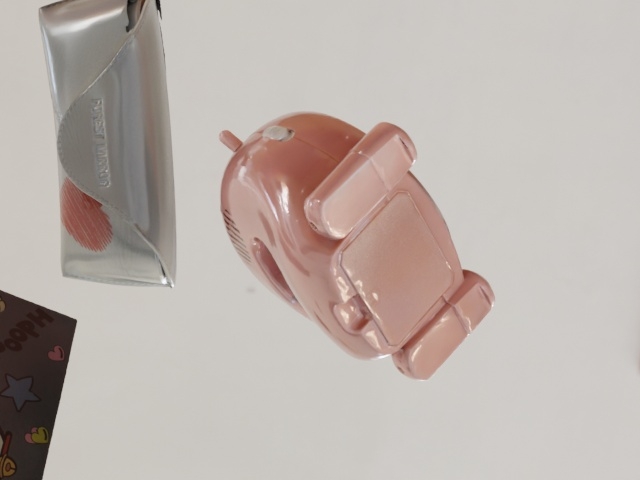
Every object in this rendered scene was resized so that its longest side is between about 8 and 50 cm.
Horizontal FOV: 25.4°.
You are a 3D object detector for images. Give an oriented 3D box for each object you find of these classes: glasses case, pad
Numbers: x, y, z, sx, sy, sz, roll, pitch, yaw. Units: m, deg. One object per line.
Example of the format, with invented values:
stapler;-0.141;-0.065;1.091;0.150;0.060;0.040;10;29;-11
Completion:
glasses case;-0.211;-0.101;1.401;0.128;0.308;0.083;-4;-177;8
pad;-0.308;0.137;1.231;0.170;0.245;0.006;24;138;-21

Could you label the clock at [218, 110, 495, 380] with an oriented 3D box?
clock;0.000;0.000;1.252;0.142;0.227;0.241;-44;-145;-19
